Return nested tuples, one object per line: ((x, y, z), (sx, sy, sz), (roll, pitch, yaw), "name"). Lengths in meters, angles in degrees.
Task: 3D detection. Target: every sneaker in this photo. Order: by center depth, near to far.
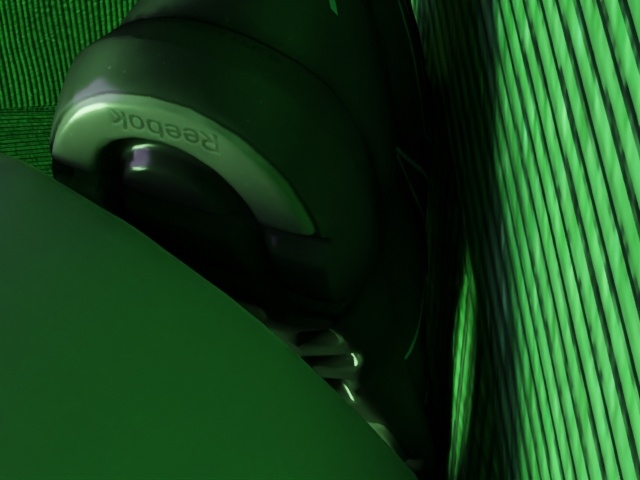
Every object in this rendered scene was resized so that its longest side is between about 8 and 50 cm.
((0.000, 0.000, 0.495), (0.267, 0.101, 0.106), (86, -157, -61), "sneaker")

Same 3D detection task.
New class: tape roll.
((-0.069, 0.065, 0.473), (0.072, 0.219, 0.219), (-52, -15, -22), "tape roll")
